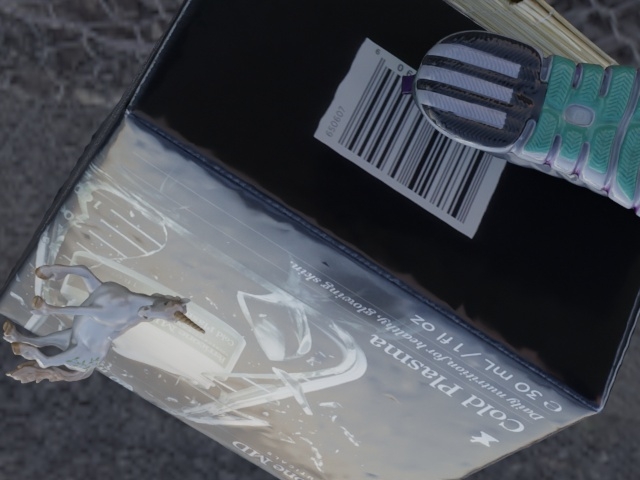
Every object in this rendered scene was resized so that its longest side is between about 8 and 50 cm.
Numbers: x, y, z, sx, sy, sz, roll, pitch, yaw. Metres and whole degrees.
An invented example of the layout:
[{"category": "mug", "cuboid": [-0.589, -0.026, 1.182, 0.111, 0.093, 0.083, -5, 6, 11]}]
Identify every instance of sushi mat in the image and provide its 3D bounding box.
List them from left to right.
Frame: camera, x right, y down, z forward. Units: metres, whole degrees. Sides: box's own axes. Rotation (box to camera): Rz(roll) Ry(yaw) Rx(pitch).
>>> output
[{"category": "sushi mat", "cuboid": [0.244, -0.114, 1.240, 0.316, 0.151, 0.019, 34, 90, -21]}]

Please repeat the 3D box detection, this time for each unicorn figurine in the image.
[{"category": "unicorn figurine", "cuboid": [-0.173, 0.062, 1.157, 0.111, 0.060, 0.162, 15, 148, -27]}]

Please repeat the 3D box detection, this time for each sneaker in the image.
[{"category": "sneaker", "cuboid": [0.157, -0.066, 0.872, 0.224, 0.098, 0.083, 21, 91, -9]}]

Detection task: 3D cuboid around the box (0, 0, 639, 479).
[{"category": "box", "cuboid": [0.000, 0.000, 1.478, 0.480, 0.297, 0.472, 32, 149, -9]}]
